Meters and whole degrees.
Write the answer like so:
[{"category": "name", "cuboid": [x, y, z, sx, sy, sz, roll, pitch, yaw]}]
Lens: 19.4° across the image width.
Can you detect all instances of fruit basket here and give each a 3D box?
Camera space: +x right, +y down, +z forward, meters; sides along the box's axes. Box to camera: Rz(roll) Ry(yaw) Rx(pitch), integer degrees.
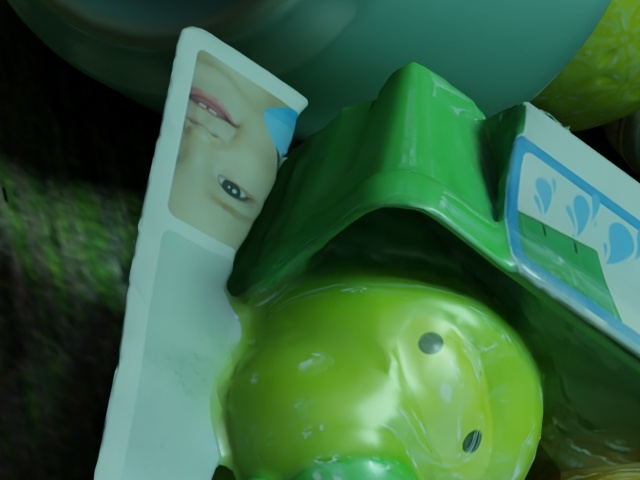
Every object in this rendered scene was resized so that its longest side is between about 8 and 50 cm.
[{"category": "fruit basket", "cuboid": [0.067, 0.119, 0.616, 0.327, 0.165, 0.353, 33, 33, -25]}]

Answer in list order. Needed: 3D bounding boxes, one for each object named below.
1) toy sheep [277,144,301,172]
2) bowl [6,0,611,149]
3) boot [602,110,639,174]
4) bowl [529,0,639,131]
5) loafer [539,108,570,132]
[{"category": "toy sheep", "cuboid": [0.000, 0.000, 0.803, 0.132, 0.091, 0.091, -1, 45, -33]}, {"category": "bowl", "cuboid": [-0.032, -0.174, 0.784, 0.311, 0.311, 0.163, 46, 25, 13]}, {"category": "boot", "cuboid": [0.209, -0.121, 1.281, 0.115, 0.112, 0.305, 26, 18, 9]}, {"category": "bowl", "cuboid": [0.072, -0.150, 1.024, 0.289, 0.289, 0.156, 40, 68, 2]}, {"category": "loafer", "cuboid": [0.155, 0.031, 0.957, 0.251, 0.087, 0.094, 48, 27, 19]}]
